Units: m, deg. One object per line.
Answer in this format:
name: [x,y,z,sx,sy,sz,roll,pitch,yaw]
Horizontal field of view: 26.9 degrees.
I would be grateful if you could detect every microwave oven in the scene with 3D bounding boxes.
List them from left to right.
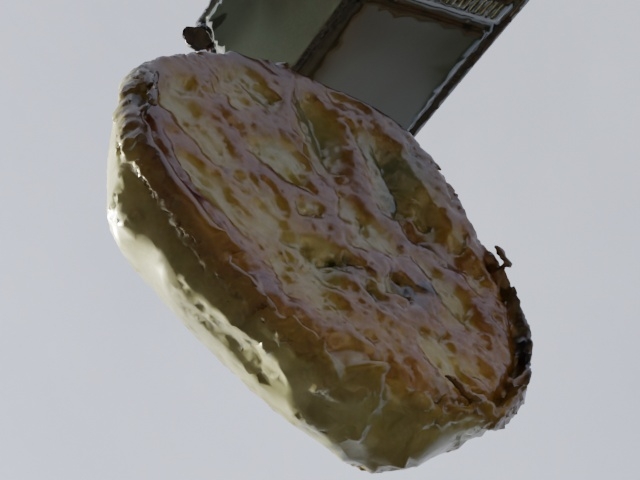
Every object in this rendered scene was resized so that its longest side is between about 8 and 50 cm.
microwave oven: [0.025,-0.211,1.183,0.178,0.188,0.247,6,-43,-40]

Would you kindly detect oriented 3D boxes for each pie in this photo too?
pie: [0.000,0.000,0.837,0.315,0.315,0.092,36,-58,-7]
